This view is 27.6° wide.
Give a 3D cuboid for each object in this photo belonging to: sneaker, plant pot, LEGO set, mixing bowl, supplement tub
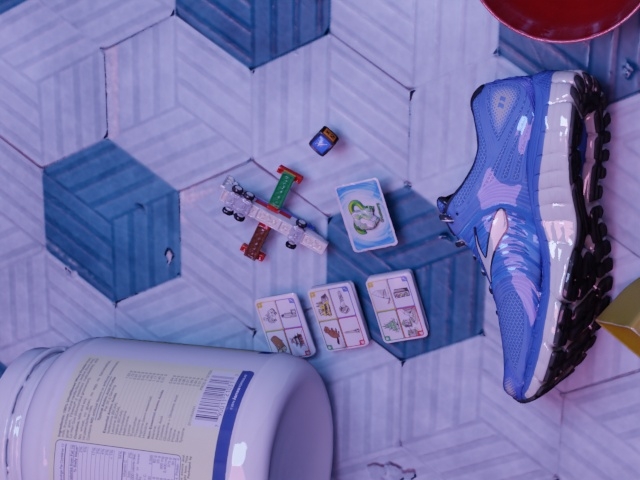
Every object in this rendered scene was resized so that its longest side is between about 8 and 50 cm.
[{"bbox_3d":[0.197,-0.004,1.271,0.147,0.130,0.330,8,106,34],"label":"sneaker"},{"bbox_3d":[0.330,0.071,1.243,0.081,0.081,0.083,39,83,-11],"label":"plant pot"},{"bbox_3d":[0.000,0.000,1.385,0.182,0.060,0.244,-12,110,20],"label":"LEGO set"},{"bbox_3d":[0.225,-0.275,1.176,0.181,0.098,0.181,6,108,19],"label":"mixing bowl"},{"bbox_3d":[-0.171,0.226,1.402,0.325,0.235,0.235,3,107,20],"label":"supplement tub"}]
